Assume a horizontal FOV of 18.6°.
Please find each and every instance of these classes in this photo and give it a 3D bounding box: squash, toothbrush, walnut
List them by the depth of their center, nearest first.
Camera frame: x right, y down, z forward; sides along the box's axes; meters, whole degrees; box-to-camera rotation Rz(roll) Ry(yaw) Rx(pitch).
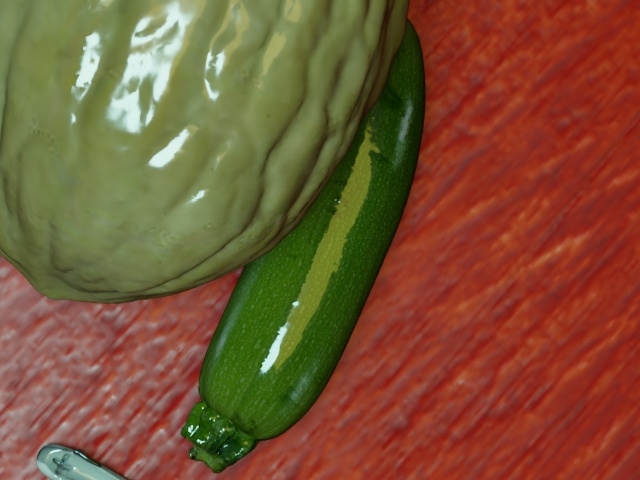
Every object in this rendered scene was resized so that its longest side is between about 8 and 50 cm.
[{"bbox_3d":[-0.074,-0.093,0.904,0.225,0.225,0.261,25,86,-9],"label":"walnut"},{"bbox_3d":[0.000,0.000,0.994,0.069,0.069,0.258,21,84,-10],"label":"squash"},{"bbox_3d":[-0.026,0.167,1.002,0.263,0.026,0.022,28,77,-9],"label":"toothbrush"}]
